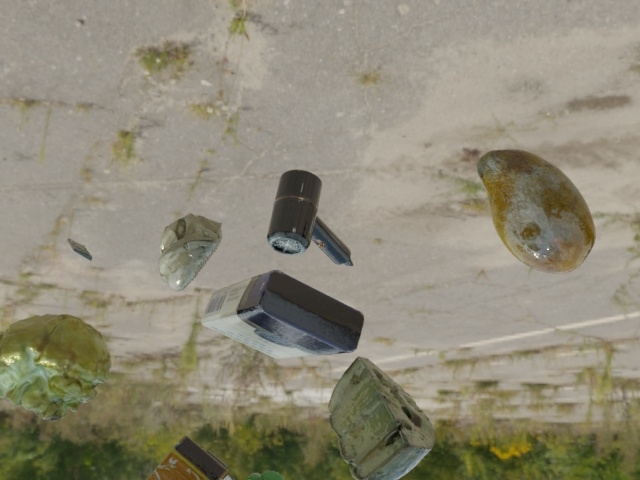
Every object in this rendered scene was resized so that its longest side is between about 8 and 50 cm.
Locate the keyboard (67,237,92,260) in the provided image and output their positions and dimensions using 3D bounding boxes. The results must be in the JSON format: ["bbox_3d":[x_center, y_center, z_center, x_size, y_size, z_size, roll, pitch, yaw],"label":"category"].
[{"bbox_3d":[-0.666,0.023,1.714,0.055,0.014,0.176,34,173,-28],"label":"keyboard"}]

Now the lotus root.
[{"bbox_3d":[0.106,0.322,1.079,0.138,0.235,0.119,31,105,-24],"label":"lotus root"}]

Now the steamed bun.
[{"bbox_3d":[-0.361,0.016,1.657,0.144,0.218,0.211,36,173,-6],"label":"steamed bun"}]

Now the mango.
[{"bbox_3d":[0.463,-0.072,1.351,0.193,0.316,0.146,-39,164,28],"label":"mango"}]

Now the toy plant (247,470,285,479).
[{"bbox_3d":[-0.107,0.658,1.460,0.088,0.240,0.155,-15,-178,-42],"label":"toy plant"}]

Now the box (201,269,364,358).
[{"bbox_3d":[-0.067,0.124,0.973,0.168,0.071,0.259,29,158,-20],"label":"box"}]

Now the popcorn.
[{"bbox_3d":[-0.515,0.231,1.189,0.221,0.183,0.204,11,-176,13],"label":"popcorn"}]

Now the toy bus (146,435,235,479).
[{"bbox_3d":[-0.326,0.623,1.560,0.162,0.194,0.323,35,157,13],"label":"toy bus"}]

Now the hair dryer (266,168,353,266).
[{"bbox_3d":[0.000,0.000,1.533,0.107,0.189,0.352,-8,146,30],"label":"hair dryer"}]
